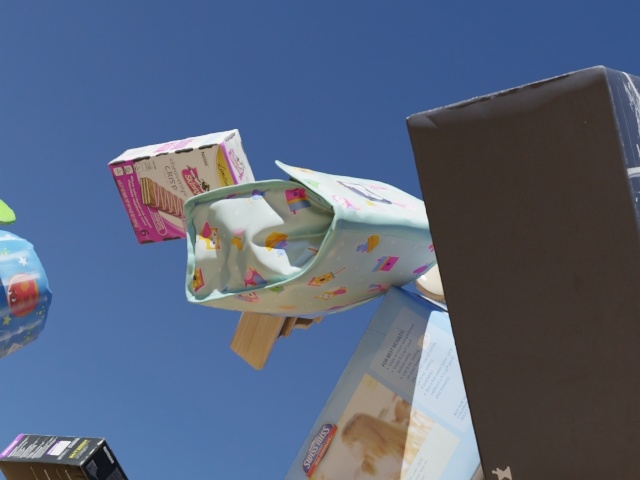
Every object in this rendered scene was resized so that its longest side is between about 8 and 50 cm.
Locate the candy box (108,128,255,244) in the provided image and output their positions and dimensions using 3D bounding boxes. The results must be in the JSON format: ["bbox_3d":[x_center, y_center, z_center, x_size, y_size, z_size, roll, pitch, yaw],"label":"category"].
[{"bbox_3d":[-0.227,-0.088,2.108,0.233,0.071,0.159,-9,-69,28],"label":"candy box"}]

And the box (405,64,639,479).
[{"bbox_3d":[0.243,0.032,1.143,0.179,0.312,0.343,-13,-90,24],"label":"box"}]

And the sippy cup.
[{"bbox_3d":[-0.497,0.084,1.669,0.305,0.224,0.240,-19,-92,39],"label":"sippy cup"}]

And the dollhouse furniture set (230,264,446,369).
[{"bbox_3d":[0.097,0.174,1.987,0.394,0.256,0.362,38,-45,15],"label":"dollhouse furniture set"}]

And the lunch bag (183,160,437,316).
[{"bbox_3d":[0.000,0.000,1.469,0.262,0.160,0.223,-16,-18,42],"label":"lunch bag"}]

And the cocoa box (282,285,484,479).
[{"bbox_3d":[0.136,0.269,1.494,0.231,0.347,0.228,32,6,38],"label":"cocoa box"}]

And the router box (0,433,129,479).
[{"bbox_3d":[-0.239,0.282,1.272,0.133,0.046,0.179,-4,-61,37],"label":"router box"}]
